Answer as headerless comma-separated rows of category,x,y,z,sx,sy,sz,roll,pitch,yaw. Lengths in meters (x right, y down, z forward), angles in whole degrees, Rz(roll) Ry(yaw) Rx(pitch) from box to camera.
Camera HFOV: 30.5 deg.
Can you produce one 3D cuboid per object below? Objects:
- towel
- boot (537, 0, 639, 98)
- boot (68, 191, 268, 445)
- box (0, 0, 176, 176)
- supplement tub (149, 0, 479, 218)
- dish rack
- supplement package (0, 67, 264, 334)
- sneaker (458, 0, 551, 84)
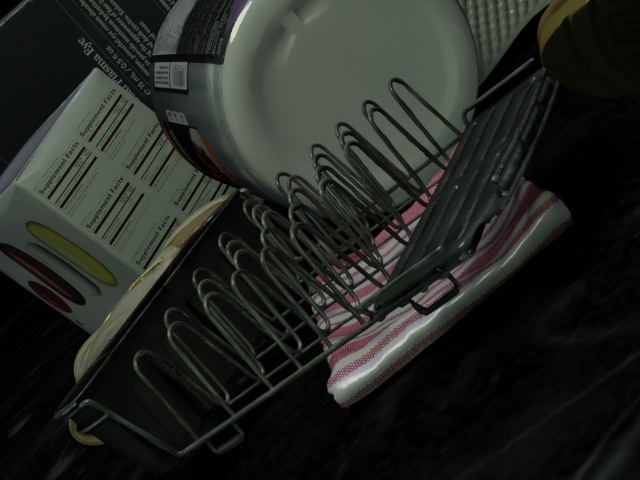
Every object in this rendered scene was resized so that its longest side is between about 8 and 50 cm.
towel,0.052,0.009,0.634,0.144,0.029,0.197,-42,11,5
boot,0.196,-0.218,0.564,0.236,0.089,0.269,-24,49,25
boot,-0.112,0.057,0.902,0.213,0.077,0.165,-47,10,0
box,-0.222,-0.139,1.344,0.312,0.343,0.179,-42,12,-1
supplement tub,-0.025,-0.127,0.916,0.193,0.193,0.316,-43,18,-7
dish rack,0.000,0.000,0.603,0.271,0.074,0.208,-37,14,37
supplement package,-0.206,-0.020,1.136,0.194,0.203,0.149,-27,29,55
sneaker,0.159,-0.233,1.030,0.282,0.102,0.161,-42,8,2
